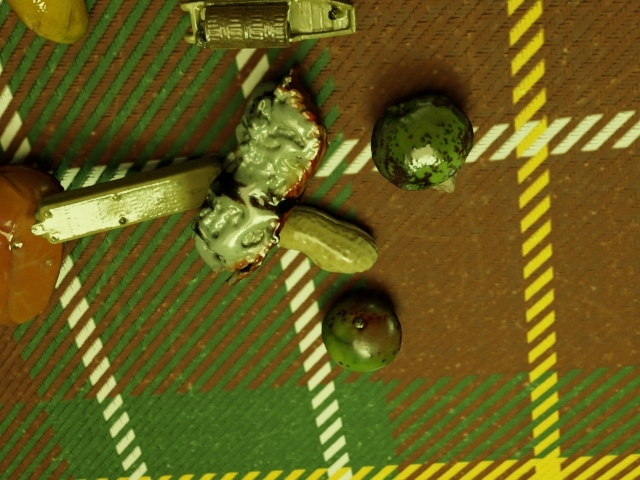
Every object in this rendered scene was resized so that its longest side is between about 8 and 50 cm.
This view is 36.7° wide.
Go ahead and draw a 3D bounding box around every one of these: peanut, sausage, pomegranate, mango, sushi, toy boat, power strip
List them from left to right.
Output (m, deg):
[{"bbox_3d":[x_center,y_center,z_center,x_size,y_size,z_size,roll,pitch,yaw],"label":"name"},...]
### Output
[{"bbox_3d":[-0.457,0.010,1.423,0.141,0.153,0.268,37,127,27],"label":"sausage"},{"bbox_3d":[-0.349,-0.320,1.218,0.089,0.115,0.165,13,130,23],"label":"mango"},{"bbox_3d":[-0.256,-0.060,1.360,0.305,0.044,0.064,-15,124,-14],"label":"power strip"},{"bbox_3d":[-0.084,-0.081,1.313,0.130,0.124,0.332,29,109,-7],"label":"sushi"},{"bbox_3d":[-0.067,-0.278,1.230,0.226,0.088,0.068,1,123,7],"label":"toy boat"},{"bbox_3d":[0.000,0.000,1.415,0.174,0.080,0.080,24,123,-5],"label":"peanut"},{"bbox_3d":[0.065,0.141,1.482,0.130,0.130,0.130,3,124,4],"label":"pomegranate"},{"bbox_3d":[0.139,-0.128,1.303,0.138,0.163,0.125,-32,76,8],"label":"pomegranate"}]
